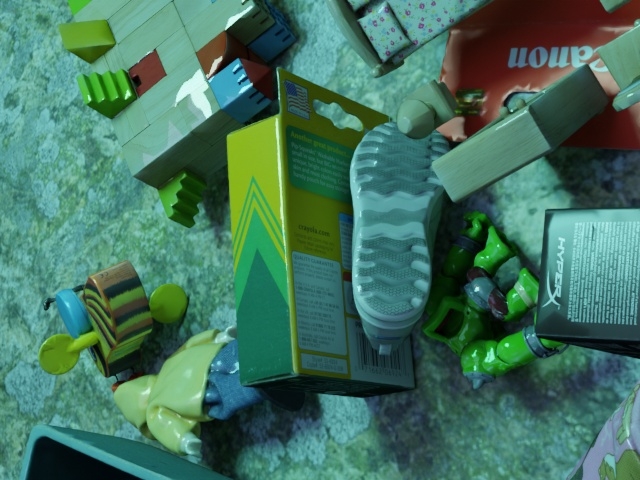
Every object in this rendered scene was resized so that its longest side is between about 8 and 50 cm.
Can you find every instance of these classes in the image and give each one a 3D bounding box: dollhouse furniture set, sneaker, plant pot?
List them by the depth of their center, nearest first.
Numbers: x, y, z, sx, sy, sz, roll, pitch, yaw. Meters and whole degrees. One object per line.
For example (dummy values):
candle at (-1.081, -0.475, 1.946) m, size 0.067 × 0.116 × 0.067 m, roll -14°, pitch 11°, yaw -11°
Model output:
dollhouse furniture set at (0.124, -0.241, 0.993) m, size 0.303 × 0.174 × 0.356 m, roll -29°, pitch 94°, yaw 39°
sneaker at (0.072, -0.010, 1.121) m, size 0.105 × 0.115 × 0.281 m, roll 12°, pitch 51°, yaw 4°
plant pot at (-0.175, 0.358, 1.187) m, size 0.247 × 0.252 × 0.247 m, roll 10°, pitch 86°, yaw 41°

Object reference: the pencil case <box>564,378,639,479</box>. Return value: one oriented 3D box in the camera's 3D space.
pencil case at (0.250, 0.230, 0.814) m, size 0.160 × 0.167 × 0.386 m, roll 39°, pitch 146°, yaw 19°

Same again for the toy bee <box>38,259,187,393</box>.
toy bee at (-0.263, 0.117, 1.399) m, size 0.195 × 0.298 × 0.162 m, roll -25°, pitch 92°, yaw -4°

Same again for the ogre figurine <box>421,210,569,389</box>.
ogre figurine at (0.165, 0.063, 1.074) m, size 0.118 × 0.097 × 0.197 m, roll -46°, pitch 60°, yaw 14°

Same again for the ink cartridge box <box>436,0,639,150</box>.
ink cartridge box at (0.245, -0.292, 1.090) m, size 0.308 × 0.091 × 0.385 m, roll 8°, pitch 84°, yaw 41°

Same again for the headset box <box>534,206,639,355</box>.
headset box at (0.352, 0.043, 0.842) m, size 0.293 × 0.218 × 0.110 m, roll 0°, pitch 80°, yaw 40°

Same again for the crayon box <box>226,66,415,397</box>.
crayon box at (0.000, 0.000, 1.154) m, size 0.083 × 0.203 × 0.323 m, roll -16°, pitch 70°, yaw 37°

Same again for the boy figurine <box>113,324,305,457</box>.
boy figurine at (-0.147, 0.189, 1.296) m, size 0.285 × 0.092 × 0.177 m, roll -24°, pitch 40°, yaw 36°

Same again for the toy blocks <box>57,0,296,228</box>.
toy blocks at (-0.159, -0.248, 1.379) m, size 0.261 × 0.190 × 0.381 m, roll -34°, pitch 59°, yaw 17°
